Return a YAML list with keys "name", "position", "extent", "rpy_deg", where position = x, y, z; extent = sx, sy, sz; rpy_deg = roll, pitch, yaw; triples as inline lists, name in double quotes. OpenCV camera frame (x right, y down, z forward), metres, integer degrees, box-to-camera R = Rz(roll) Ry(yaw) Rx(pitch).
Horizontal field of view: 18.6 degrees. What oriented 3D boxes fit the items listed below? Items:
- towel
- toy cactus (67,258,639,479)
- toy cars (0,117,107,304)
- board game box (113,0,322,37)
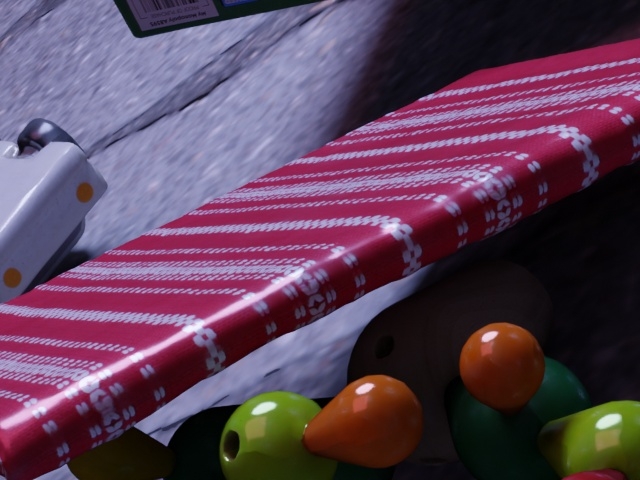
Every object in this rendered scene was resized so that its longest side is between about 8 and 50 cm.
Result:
- name: "towel"
  position: [0.000, 0.000, 0.594]
  extent: [0.275, 0.031, 0.199]
  rpy_deg: [-27, 9, -23]
- name: "toy cactus"
  position: [0.019, 0.064, 0.537]
  extent: [0.219, 0.112, 0.180]
  rpy_deg: [-27, 7, 40]
- name: "toy cars"
  position: [-0.247, 0.049, 1.021]
  extent: [0.394, 0.087, 0.176]
  rpy_deg: [-29, 30, 24]
- name: "board game box"
  position: [0.085, -0.184, 0.793]
  extent: [0.317, 0.046, 0.213]
  rpy_deg: [-8, 36, 26]
